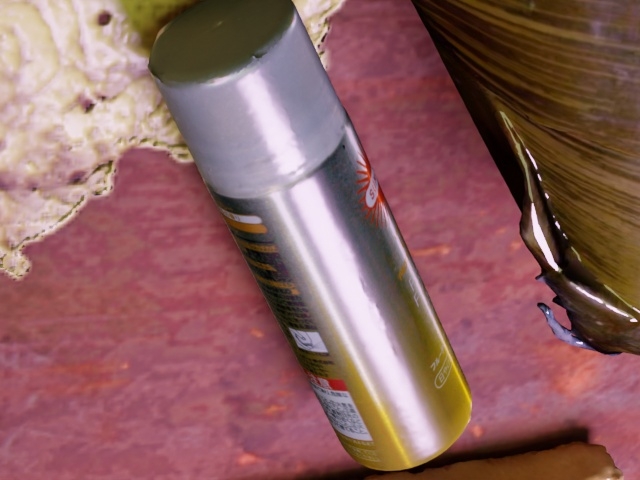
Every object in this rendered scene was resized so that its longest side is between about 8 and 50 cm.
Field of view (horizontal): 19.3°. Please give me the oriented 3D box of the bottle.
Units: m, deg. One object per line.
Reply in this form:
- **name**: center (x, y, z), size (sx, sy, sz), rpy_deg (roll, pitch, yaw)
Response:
- **bottle**: center (0.000, 0.000, 0.990), size (0.082, 0.082, 0.286), rpy_deg (-28, 127, -2)

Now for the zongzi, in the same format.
- **zongzi**: center (0.067, -0.124, 0.899), size (0.432, 0.208, 0.403), rpy_deg (5, 131, -4)

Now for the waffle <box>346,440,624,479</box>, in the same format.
- **waffle**: center (0.065, 0.241, 1.185), size (0.248, 0.055, 0.221), rpy_deg (-8, 124, -16)
